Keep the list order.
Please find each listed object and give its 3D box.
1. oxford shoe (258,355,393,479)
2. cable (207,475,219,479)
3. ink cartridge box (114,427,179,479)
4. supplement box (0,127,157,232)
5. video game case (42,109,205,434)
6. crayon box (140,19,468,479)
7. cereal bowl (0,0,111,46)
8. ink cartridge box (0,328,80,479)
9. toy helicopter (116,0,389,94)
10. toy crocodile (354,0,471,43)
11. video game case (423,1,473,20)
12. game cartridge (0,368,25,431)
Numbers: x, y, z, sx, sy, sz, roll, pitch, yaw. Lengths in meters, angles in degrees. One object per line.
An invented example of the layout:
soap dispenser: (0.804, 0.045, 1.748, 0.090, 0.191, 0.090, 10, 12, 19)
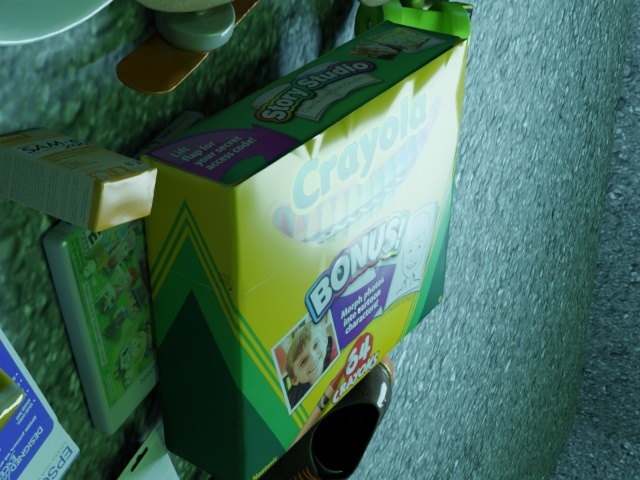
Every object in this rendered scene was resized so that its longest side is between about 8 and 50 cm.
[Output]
oxford shoe: (-0.015, 0.234, 1.141, 0.271, 0.097, 0.098, -59, -168, 25)
cable: (-0.128, 0.313, 1.056, 0.287, 0.072, 0.139, -39, 151, -55)
ink cartridge box: (-0.164, 0.222, 0.972, 0.063, 0.029, 0.115, -55, 150, -34)
supplement box: (-0.167, -0.042, 0.705, 0.062, 0.098, 0.036, -27, 132, -61)
video game case: (-0.144, 0.027, 0.897, 0.193, 0.023, 0.212, -51, 148, -42)
crayon box: (0.000, 0.000, 0.996, 0.363, 0.106, 0.313, -38, 140, -44)
cereal bowl: (-0.163, -0.268, 0.482, 0.339, 0.141, 0.339, -59, 164, -28)
ink cartridge box: (-0.263, 0.163, 0.693, 0.206, 0.045, 0.208, -57, 150, -32)
toy helicopter: (-0.034, -0.224, 0.824, 0.355, 0.140, 0.235, -4, 132, -53)
toy crocodile: (0.092, -0.294, 1.122, 0.115, 0.105, 0.340, 0, 103, -29)
video game case: (0.111, -0.160, 1.331, 0.248, 0.035, 0.275, -24, 128, -61)
game cartridge: (-0.285, 0.209, 0.436, 0.324, 0.052, 0.285, -48, -179, 21)
